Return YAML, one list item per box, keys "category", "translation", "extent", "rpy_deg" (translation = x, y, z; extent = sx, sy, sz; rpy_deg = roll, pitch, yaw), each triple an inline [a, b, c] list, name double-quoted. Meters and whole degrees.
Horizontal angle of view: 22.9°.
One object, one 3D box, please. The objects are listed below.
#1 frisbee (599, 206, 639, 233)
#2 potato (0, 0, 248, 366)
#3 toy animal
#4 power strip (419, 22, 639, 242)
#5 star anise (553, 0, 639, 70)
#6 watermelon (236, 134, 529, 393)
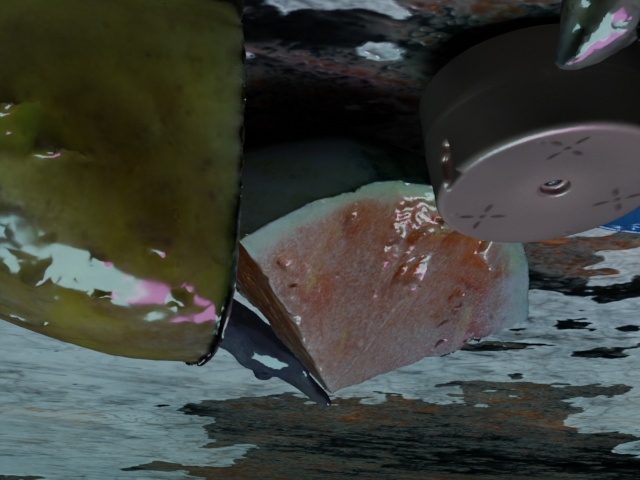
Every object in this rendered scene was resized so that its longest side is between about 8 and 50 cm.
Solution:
- category: "frisbee"
  translation: [0.274, -0.037, 1.173]
  extent: [0.242, 0.045, 0.242]
  rpy_deg: [1, 164, 0]
- category: "potato"
  translation: [-0.181, -0.054, 0.857]
  extent: [0.266, 0.229, 0.229]
  rpy_deg: [10, 161, -18]
- category: "toy animal"
  translation: [-0.161, 0.005, 1.190]
  extent: [0.367, 0.081, 0.206]
  rpy_deg: [41, 165, -30]
- category: "power strip"
  translation: [0.141, -0.064, 0.980]
  extent: [0.154, 0.078, 0.154]
  rpy_deg: [-8, 153, -4]
- category: "star anise"
  translation: [0.162, -0.164, 0.506]
  extent: [0.198, 0.257, 0.110]
  rpy_deg: [20, -164, 18]
- category: "watermelon"
  translation: [0.014, 0.004, 1.103]
  extent: [0.256, 0.176, 0.260]
  rpy_deg: [1, 145, 10]
